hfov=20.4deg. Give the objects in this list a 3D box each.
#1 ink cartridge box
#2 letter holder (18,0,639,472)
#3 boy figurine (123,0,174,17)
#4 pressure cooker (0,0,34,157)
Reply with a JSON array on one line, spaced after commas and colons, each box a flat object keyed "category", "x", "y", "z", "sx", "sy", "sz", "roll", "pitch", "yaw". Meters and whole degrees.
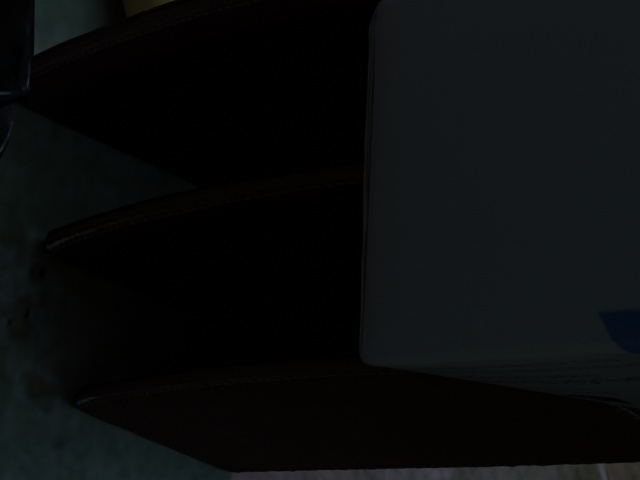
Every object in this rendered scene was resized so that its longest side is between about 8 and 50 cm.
[{"category": "ink cartridge box", "x": 0.198, "y": -0.005, "z": 0.604, "sx": 0.307, "sy": 0.223, "sz": 0.129, "roll": 13, "pitch": 75, "yaw": -42}, {"category": "letter holder", "x": 0.000, "y": 0.000, "z": 0.780, "sx": 0.214, "sy": 0.302, "sz": 0.152, "roll": 27, "pitch": 66, "yaw": -39}, {"category": "boy figurine", "x": -0.033, "y": -0.142, "z": 0.923, "sx": 0.285, "sy": 0.092, "sz": 0.177, "roll": 45, "pitch": 57, "yaw": -34}, {"category": "pressure cooker", "x": -0.299, "y": -0.039, "z": 0.406, "sx": 0.375, "sy": 0.420, "sz": 0.370, "roll": 49, "pitch": 52, "yaw": -29}]
